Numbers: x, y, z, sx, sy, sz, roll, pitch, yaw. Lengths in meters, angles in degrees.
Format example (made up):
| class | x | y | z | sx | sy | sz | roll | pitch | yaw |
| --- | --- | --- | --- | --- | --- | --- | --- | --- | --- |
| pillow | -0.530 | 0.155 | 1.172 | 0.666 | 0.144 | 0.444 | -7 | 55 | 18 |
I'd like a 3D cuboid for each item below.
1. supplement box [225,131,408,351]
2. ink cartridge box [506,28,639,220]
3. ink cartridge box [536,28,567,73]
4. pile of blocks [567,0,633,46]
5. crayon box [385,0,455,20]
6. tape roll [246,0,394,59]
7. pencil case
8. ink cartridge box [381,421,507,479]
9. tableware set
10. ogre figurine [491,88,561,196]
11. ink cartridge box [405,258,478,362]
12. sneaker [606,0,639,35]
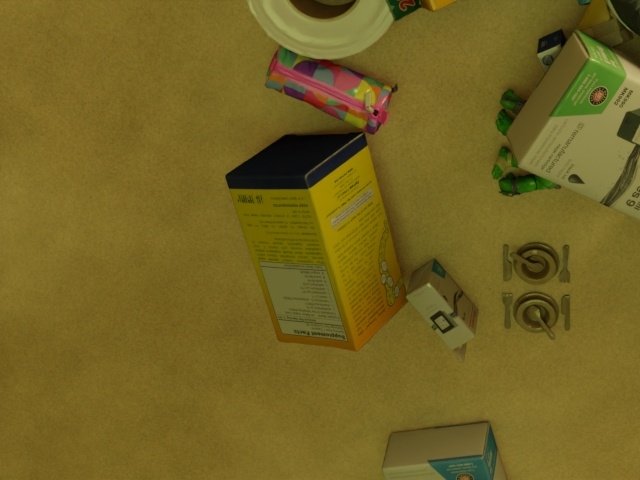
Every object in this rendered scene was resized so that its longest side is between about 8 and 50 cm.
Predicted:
| class | x | y | z | sx | sy | sz | roll | pitch | yaw |
| --- | --- | --- | --- | --- | --- | --- | --- | --- | --- |
| supplement box | 0.000 | 0.000 | 1.898 | 0.194 | 0.195 | 0.356 | 3 | 120 | 38 |
| ink cartridge box | 0.480 | -0.172 | 1.641 | 0.289 | 0.121 | 0.211 | 21 | 120 | -15 |
| ink cartridge box | 0.430 | -0.247 | 1.747 | 0.046 | 0.097 | 0.207 | -22 | 109 | 23 |
| pile of blocks | 0.497 | -0.456 | 1.627 | 0.149 | 0.112 | 0.362 | 38 | 117 | 15 |
| crayon box | 0.226 | -0.499 | 1.617 | 0.318 | 0.081 | 0.202 | -27 | 109 | 2 |
| tape roll | 0.010 | -0.457 | 1.747 | 0.286 | 0.100 | 0.286 | 6 | 118 | 11 |
| pencil case | 0.018 | -0.273 | 1.839 | 0.236 | 0.104 | 0.104 | 23 | 120 | 3 |
| ink cartridge box | 0.283 | 0.555 | 2.175 | 0.223 | 0.129 | 0.307 | -11 | 113 | 19 |
| tableware set | 0.410 | 0.098 | 1.961 | 0.128 | 0.039 | 0.194 | 0 | 116 | 14 |
| ogre figurine | 0.371 | -0.164 | 1.812 | 0.118 | 0.097 | 0.197 | 12 | 105 | 28 |
| ink cartridge box | 0.248 | 0.136 | 1.985 | 0.060 | 0.104 | 0.180 | -35 | 104 | 25 |
| sneaker | 0.555 | -0.303 | 1.536 | 0.296 | 0.147 | 0.104 | 32 | 116 | -18 |
